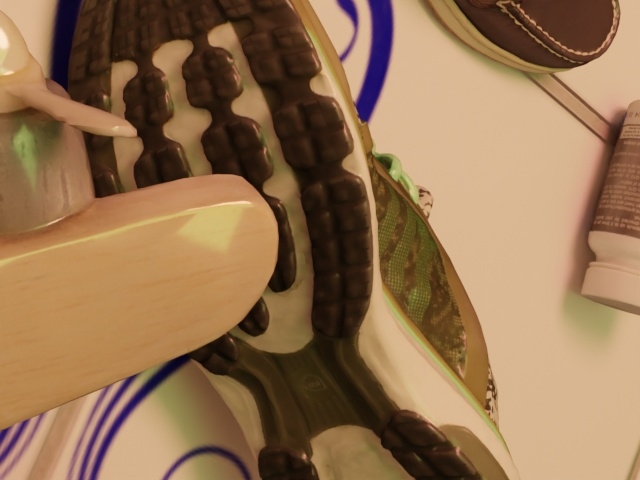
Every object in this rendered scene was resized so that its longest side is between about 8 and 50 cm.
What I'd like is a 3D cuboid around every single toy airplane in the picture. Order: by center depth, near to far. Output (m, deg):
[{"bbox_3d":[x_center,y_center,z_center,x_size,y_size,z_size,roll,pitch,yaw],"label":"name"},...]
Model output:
[{"bbox_3d":[-0.250,0.051,0.515,0.384,0.272,0.386,-42,146,19],"label":"toy airplane"}]

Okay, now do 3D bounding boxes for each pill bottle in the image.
[{"bbox_3d":[0.226,-0.019,1.034,0.078,0.078,0.137,22,84,-43],"label":"pill bottle"}]

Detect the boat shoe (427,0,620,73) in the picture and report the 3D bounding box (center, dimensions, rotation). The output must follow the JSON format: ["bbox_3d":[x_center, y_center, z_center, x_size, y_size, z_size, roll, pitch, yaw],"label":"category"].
[{"bbox_3d":[0.102,-0.188,0.871,0.285,0.092,0.103,44,69,-39],"label":"boat shoe"}]

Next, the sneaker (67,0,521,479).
[{"bbox_3d":[0.000,0.000,0.823,0.182,0.158,0.410,-67,141,-54],"label":"sneaker"}]
